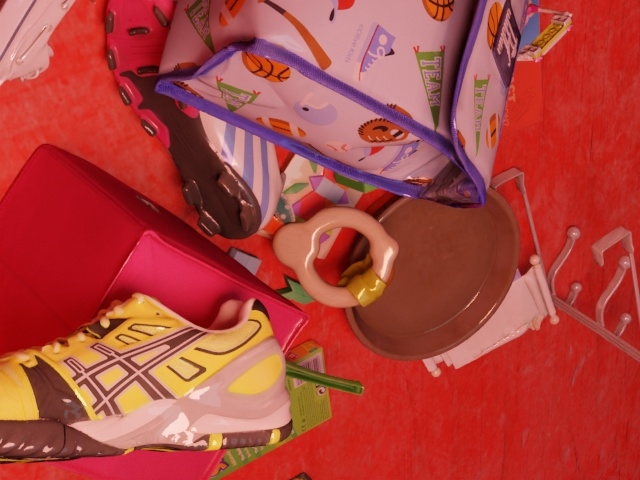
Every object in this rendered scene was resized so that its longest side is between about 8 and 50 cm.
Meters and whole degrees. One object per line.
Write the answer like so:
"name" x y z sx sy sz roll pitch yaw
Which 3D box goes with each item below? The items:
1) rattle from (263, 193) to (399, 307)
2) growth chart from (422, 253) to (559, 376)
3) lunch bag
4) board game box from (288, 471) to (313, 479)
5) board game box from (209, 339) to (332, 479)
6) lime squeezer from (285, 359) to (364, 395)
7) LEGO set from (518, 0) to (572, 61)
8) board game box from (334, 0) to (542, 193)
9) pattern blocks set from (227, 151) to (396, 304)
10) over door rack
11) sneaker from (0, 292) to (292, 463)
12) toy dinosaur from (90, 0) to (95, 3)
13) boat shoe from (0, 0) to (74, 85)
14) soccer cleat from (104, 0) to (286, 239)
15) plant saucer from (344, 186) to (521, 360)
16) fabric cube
"rattle" 0.000 0.000 1.569 0.143 0.199 0.130 -54 163 -69
"growth chart" 0.238 0.110 1.835 0.237 0.021 0.172 -24 129 -7
"lunch bag" 0.068 -0.244 1.312 0.385 0.239 0.328 25 72 -34
"board game box" -0.116 0.440 1.760 0.259 0.030 0.136 -24 123 -27
"board game box" -0.102 0.240 1.663 0.259 0.039 0.124 -27 126 -29
"lime squeezer" -0.109 0.175 1.580 0.310 0.110 0.059 0 132 -20
"LEGO set" 0.255 -0.318 1.513 0.132 0.107 0.287 30 86 -41
"board game box" 0.147 -0.224 1.577 0.316 0.064 0.242 -23 120 -31
"pattern blocks set" 0.003 -0.070 1.591 0.285 0.026 0.325 10 106 -41
"over door rack" 0.404 0.034 1.814 0.108 0.239 0.324 -43 132 -10
"sneaker" -0.206 0.125 1.129 0.384 0.145 0.147 2 80 -36
"toy dinosaur" -0.291 -0.276 1.179 0.064 0.211 0.112 15 80 -74
"boat shoe" -0.304 -0.199 1.236 0.084 0.095 0.258 35 90 -39
"soccer cleat" -0.135 -0.158 1.398 0.143 0.116 0.331 -57 133 -48
"plant saucer" 0.149 0.038 1.704 0.277 0.041 0.278 -13 122 -22
"fabric cube" -0.222 0.090 1.339 0.254 0.258 0.259 32 91 -42
